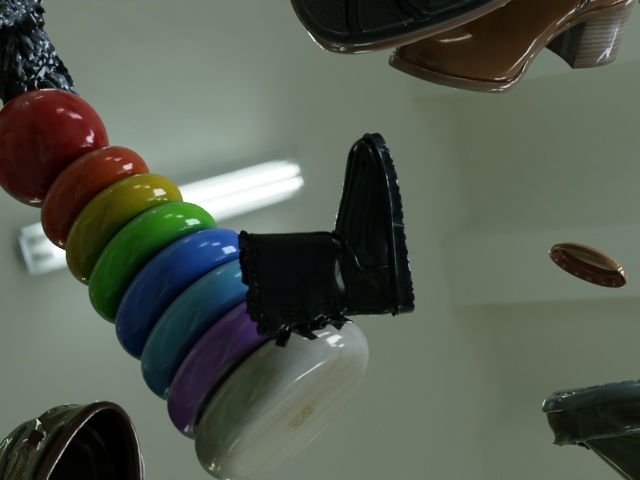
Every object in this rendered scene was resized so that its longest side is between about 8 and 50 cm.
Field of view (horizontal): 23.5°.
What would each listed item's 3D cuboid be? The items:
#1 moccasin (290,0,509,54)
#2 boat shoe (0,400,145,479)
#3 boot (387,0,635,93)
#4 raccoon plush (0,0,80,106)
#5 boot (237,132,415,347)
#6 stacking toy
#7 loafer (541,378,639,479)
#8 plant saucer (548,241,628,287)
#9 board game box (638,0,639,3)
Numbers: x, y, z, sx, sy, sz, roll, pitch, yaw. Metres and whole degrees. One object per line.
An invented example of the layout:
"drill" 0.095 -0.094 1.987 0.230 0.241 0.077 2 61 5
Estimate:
"moccasin" 0.143 -0.265 1.135 0.380 0.147 0.139 -41 -90 -3
"boat shoe" -0.182 0.251 1.034 0.116 0.123 0.324 -37 -137 42
"boot" 0.195 -0.261 1.448 0.109 0.283 0.220 48 -40 49
"raccoon plush" -0.429 -0.242 1.555 0.216 0.299 0.446 -16 -78 60
"boot" 0.000 0.000 0.919 0.045 0.099 0.121 152 -70 -80
"stacking toy" -0.118 0.008 1.083 0.330 0.141 0.141 47 -57 23
"loafer" 0.265 0.158 1.090 0.094 0.251 0.087 -21 -123 59
"plant saucer" 0.271 0.023 1.549 0.083 0.083 0.013 16 -108 31
"board game box" 0.426 -0.162 1.361 0.086 0.302 0.308 -30 -75 34
